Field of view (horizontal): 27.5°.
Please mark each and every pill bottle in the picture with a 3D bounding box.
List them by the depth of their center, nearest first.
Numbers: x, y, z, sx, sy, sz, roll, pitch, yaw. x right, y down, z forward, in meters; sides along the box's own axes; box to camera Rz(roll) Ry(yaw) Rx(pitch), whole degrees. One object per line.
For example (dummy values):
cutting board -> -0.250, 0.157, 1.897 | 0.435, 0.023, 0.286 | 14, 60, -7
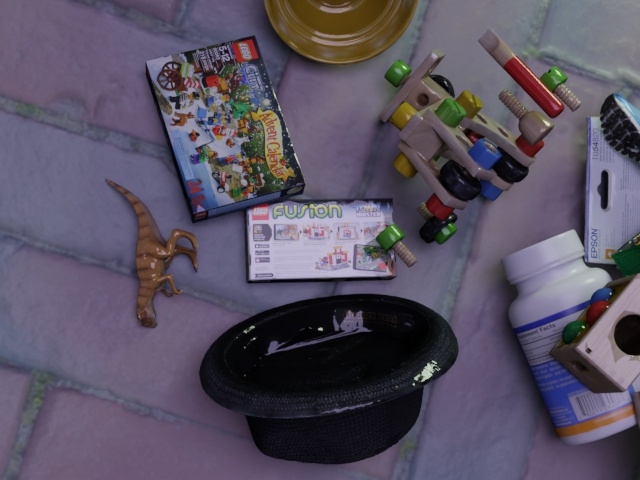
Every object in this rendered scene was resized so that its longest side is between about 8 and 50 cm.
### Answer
pill bottle -> 0.349, 0.130, 1.789 | 0.152, 0.152, 0.272 | -21, 85, -12

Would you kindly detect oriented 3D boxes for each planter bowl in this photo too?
planter bowl -> 0.026, -0.362, 1.824 | 0.217, 0.090, 0.217 | -1, 115, -3

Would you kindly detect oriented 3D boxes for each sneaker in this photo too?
sneaker -> 0.466, -0.149, 1.862 | 0.162, 0.063, 0.073 | 46, 59, -4

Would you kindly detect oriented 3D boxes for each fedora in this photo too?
fedora -> 0.017, 0.195, 1.696 | 0.334, 0.334, 0.152 | -13, 114, -11

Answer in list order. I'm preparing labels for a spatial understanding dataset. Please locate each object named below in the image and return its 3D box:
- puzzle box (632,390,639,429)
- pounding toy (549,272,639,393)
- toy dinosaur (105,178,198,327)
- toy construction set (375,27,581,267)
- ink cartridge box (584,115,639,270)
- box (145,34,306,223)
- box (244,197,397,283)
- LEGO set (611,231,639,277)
puzzle box -> 0.607, 0.300, 1.779 | 0.409, 0.052, 0.272 | -6, 82, -34
pounding toy -> 0.398, 0.083, 1.629 | 0.094, 0.181, 0.206 | 41, 81, 1
toy dinosaur -> -0.223, 0.009, 1.755 | 0.112, 0.064, 0.211 | -5, 82, -9
toy construction set -> 0.176, -0.174, 1.741 | 0.257, 0.309, 0.237 | -32, 76, -38
ink cartridge box -> 0.484, -0.063, 1.896 | 0.224, 0.045, 0.223 | 5, 81, -9
box -> -0.132, -0.154, 1.786 | 0.159, 0.044, 0.233 | -16, 74, -11
box -> 0.000, 0.000, 1.808 | 0.207, 0.036, 0.114 | -1, 81, -10
LEGO set -> 0.568, 0.025, 1.730 | 0.192, 0.331, 0.255 | -35, 84, -28
